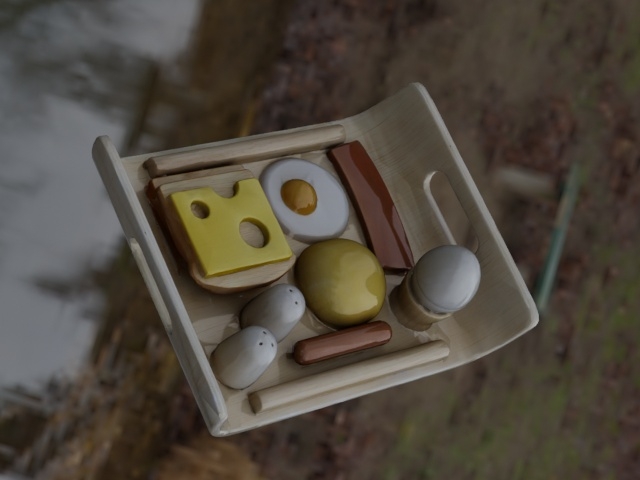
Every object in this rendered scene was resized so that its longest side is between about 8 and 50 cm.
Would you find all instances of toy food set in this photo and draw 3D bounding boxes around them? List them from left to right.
[{"bbox_3d":[0.000,0.000,1.393,0.306,0.220,0.092,-12,160,-40],"label":"toy food set"}]
